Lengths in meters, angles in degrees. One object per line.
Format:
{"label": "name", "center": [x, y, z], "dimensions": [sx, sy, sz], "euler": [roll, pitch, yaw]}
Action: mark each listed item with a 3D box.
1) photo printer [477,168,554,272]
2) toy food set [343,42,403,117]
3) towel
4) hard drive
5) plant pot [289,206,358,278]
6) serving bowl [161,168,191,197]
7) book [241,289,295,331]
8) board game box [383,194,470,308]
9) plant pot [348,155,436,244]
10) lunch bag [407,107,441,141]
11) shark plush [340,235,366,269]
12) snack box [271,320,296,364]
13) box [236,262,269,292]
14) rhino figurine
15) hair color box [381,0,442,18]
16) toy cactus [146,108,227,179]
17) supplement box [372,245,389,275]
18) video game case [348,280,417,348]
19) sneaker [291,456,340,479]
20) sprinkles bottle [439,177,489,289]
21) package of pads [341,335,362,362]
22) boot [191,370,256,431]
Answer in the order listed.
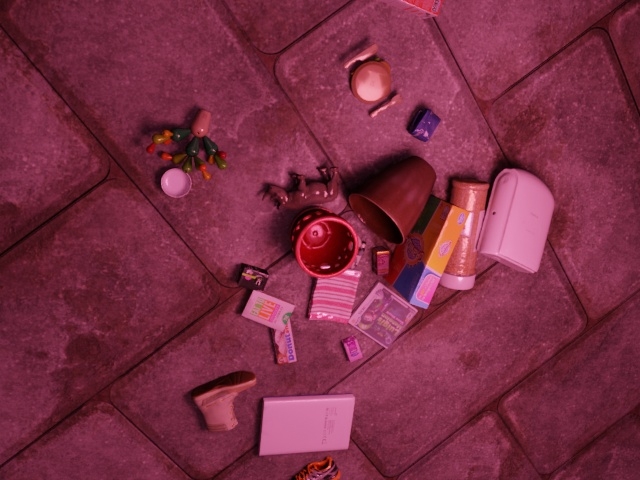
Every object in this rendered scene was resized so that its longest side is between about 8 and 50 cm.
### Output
{"label": "photo printer", "center": [0.647, -0.070, 1.757], "dimensions": [0.256, 0.107, 0.307], "euler": [22, 82, -37]}
{"label": "toy food set", "center": [0.153, -0.471, 1.598], "dimensions": [0.132, 0.038, 0.192], "euler": [-31, 117, 3]}
{"label": "towel", "center": [0.045, 0.177, 1.741], "dimensions": [0.144, 0.029, 0.197], "euler": [8, 112, -12]}
{"label": "hard drive", "center": [-0.049, 0.636, 1.866], "dimensions": [0.319, 0.040, 0.210], "euler": [2, 105, -16]}
{"label": "plant pot", "center": [0.000, 0.000, 1.618], "dimensions": [0.191, 0.174, 0.191], "euler": [-4, 106, -14]}
{"label": "serving bowl", "center": [-0.412, -0.166, 1.537], "dimensions": [0.083, 0.027, 0.083], "euler": [-4, 107, -13]}
{"label": "book", "center": [-0.166, 0.219, 1.702], "dimensions": [0.144, 0.035, 0.096], "euler": [24, 95, -14]}
{"label": "board game box", "center": [0.320, 0.020, 1.675], "dimensions": [0.064, 0.242, 0.316], "euler": [18, 100, -18]}
{"label": "plant pot", "center": [0.242, -0.142, 1.641], "dimensions": [0.230, 0.215, 0.215], "euler": [-46, 112, -13]}
{"label": "lunch bag", "center": [0.316, -0.360, 1.653], "dimensions": [0.065, 0.067, 0.098], "euler": [28, 96, -21]}
{"label": "shark plush", "center": [0.094, 0.052, 1.742], "dimensions": [0.067, 0.073, 0.161], "euler": [23, 121, -1]}
{"label": "snack box", "center": [-0.123, 0.320, 1.762], "dimensions": [0.064, 0.022, 0.178], "euler": [-12, 108, -11]}
{"label": "box", "center": [-0.210, 0.114, 1.662], "dimensions": [0.083, 0.052, 0.062], "euler": [19, 100, -21]}
{"label": "rhino figurine", "center": [-0.057, -0.147, 1.615], "dimensions": [0.243, 0.073, 0.106], "euler": [-14, 106, -9]}
{"label": "hair color box", "center": [0.250, -0.686, 1.525], "dimensions": [0.167, 0.093, 0.053], "euler": [15, 102, -19]}
{"label": "toy cactus", "center": [-0.353, -0.275, 1.491], "dimensions": [0.219, 0.112, 0.180], "euler": [19, 91, -11]}
{"label": "supplement box", "center": [0.196, 0.067, 1.756], "dimensions": [0.043, 0.055, 0.083], "euler": [-6, 107, -12]}
{"label": "video game case", "center": [0.211, 0.256, 1.833], "dimensions": [0.190, 0.022, 0.173], "euler": [36, 95, -22]}
{"label": "sneaker", "center": [-0.037, 0.838, 1.913], "dimensions": [0.215, 0.084, 0.083], "euler": [-18, 108, -19]}
{"label": "sprinkles bottle", "center": [0.467, -0.021, 1.767], "dimensions": [0.121, 0.121, 0.355], "euler": [0, 105, -15]}
{"label": "package of pads", "center": [0.109, 0.370, 1.834], "dimensions": [0.050, 0.032, 0.083], "euler": [-23, 111, -11]}
{"label": "boot", "center": [-0.292, 0.526, 1.750], "dimensions": [0.213, 0.077, 0.165], "euler": [-19, 109, -4]}
